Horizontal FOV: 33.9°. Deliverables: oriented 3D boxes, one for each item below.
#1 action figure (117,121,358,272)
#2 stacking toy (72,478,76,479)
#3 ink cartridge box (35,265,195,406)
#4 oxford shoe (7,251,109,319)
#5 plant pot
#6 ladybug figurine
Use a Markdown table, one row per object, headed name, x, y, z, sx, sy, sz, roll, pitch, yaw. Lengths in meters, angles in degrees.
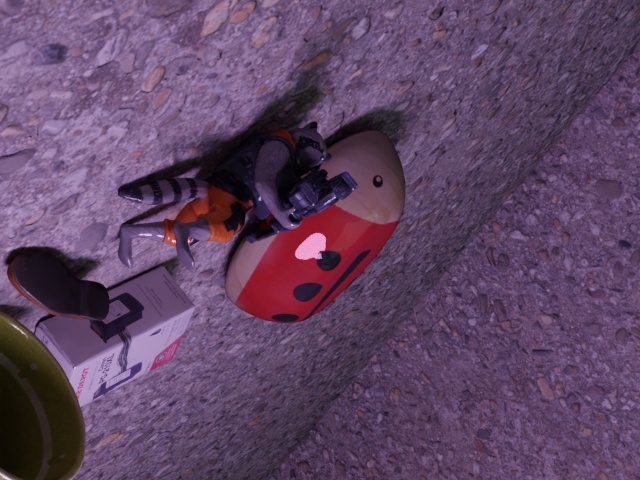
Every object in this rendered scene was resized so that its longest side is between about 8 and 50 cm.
| name | x | y | z | sx | sy | sz | roll | pitch | yaw |
| --- | --- | --- | --- | --- | --- | --- | --- | --- | --- |
| action figure | -0.103 | -0.077 | 1.501 | 0.330 | 0.179 | 0.341 | -35 | -173 | -32 |
| stacking toy | -0.620 | 0.468 | 1.583 | 0.479 | 0.351 | 0.351 | -15 | 152 | -30 |
| ink cartridge box | -0.340 | 0.164 | 1.697 | 0.237 | 0.100 | 0.172 | -27 | 157 | -37 |
| oxford shoe | -0.379 | 0.072 | 1.464 | 0.076 | 0.076 | 0.212 | -4 | 159 | 18 |
| plant pot | -0.503 | 0.265 | 1.410 | 0.253 | 0.276 | 0.276 | -33 | 165 | 15 |
| ladybug figurine | 0.000 | 0.000 | 1.898 | 0.305 | 0.162 | 0.449 | -15 | 150 | -54 |
